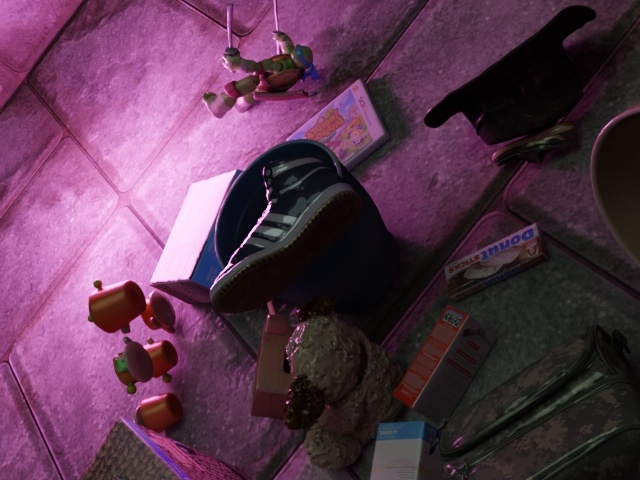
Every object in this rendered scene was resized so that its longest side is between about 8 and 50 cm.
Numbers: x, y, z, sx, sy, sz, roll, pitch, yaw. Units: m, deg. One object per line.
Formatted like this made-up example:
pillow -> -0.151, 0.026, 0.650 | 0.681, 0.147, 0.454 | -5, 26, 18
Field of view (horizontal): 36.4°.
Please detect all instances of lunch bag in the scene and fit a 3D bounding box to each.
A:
lunch bag -> 0.308, 0.275, 1.283 | 0.305, 0.212, 0.256 | -38, 26, 17

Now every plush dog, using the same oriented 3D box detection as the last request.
plush dog -> 0.034, 0.212, 1.558 | 0.210, 0.225, 0.262 | -20, 51, 34

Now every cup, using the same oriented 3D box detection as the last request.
cup -> 0.553, -0.090, 1.244 | 0.237, 0.331, 0.331 | -38, 35, -22

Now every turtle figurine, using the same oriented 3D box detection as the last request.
turtle figurine -> -0.154, -0.408, 2.171 | 0.266, 0.274, 0.198 | -34, 28, 34

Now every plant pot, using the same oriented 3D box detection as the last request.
plant pot -> 0.000, 0.000, 1.712 | 0.271, 0.255, 0.272 | -21, 53, 31

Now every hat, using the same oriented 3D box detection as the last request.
hat -> 0.342, -0.243, 1.621 | 0.331, 0.331, 0.134 | -36, 82, 21

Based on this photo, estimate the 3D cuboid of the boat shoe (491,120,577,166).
boat shoe -> 0.358, -0.152, 1.631 | 0.152, 0.056, 0.049 | -24, 81, 37

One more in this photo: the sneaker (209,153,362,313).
sneaker -> -0.078, -0.018, 1.529 | 0.282, 0.099, 0.153 | -40, 50, 4

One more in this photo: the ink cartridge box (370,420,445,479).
ink cartridge box -> 0.136, 0.356, 1.465 | 0.090, 0.092, 0.143 | -11, 56, 39

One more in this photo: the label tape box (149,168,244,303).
label tape box -> -0.196, -0.008, 1.951 | 0.347, 0.115, 0.249 | -11, 54, 61

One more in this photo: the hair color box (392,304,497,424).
hair color box -> 0.195, 0.196, 1.518 | 0.053, 0.093, 0.167 | 29, 84, 49

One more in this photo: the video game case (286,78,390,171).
video game case -> 0.032, -0.210, 2.006 | 0.212, 0.023, 0.193 | -38, 43, 19

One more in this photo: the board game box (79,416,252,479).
board game box -> -0.210, 0.441, 1.586 | 0.232, 0.291, 0.141 | 27, 83, 49

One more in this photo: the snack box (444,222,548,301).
snack box -> 0.286, 0.037, 1.594 | 0.178, 0.022, 0.064 | -28, 46, 28

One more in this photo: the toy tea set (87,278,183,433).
toy tea set -> -0.383, 0.235, 1.970 | 0.124, 0.200, 0.336 | -26, 53, 18

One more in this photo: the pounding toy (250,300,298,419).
pounding toy -> -0.058, 0.190, 1.689 | 0.206, 0.094, 0.181 | 107, 170, -59
